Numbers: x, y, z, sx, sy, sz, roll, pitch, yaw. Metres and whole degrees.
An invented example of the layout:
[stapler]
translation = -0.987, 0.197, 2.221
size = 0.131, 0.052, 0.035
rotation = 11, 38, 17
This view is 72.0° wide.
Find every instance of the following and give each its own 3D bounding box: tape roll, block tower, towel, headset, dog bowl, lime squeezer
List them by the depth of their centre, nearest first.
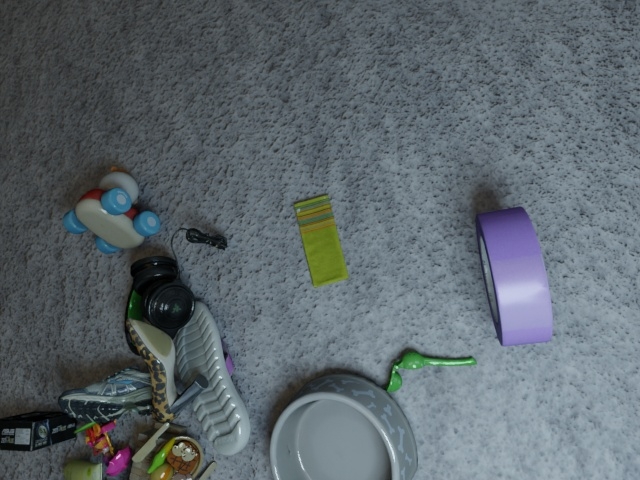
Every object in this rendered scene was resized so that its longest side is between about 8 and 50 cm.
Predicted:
[tape roll]
translation = 0.387, 0.073, 0.901
size = 0.090, 0.275, 0.274
rotation = -10, 77, 15
[dog bowl]
translation = 0.039, 0.489, 1.002
size = 0.349, 0.102, 0.348
rotation = -1, 87, 22
[lime squeezer]
translation = 0.204, 0.331, 1.040
size = 0.310, 0.059, 0.110
rotation = -38, 103, 7
[block tower]
translation = -0.444, 0.661, 1.155
size = 0.091, 0.097, 0.335
rotation = 7, 81, 18
[towel]
translation = 0.000, 0.000, 1.174
size = 0.102, 0.021, 0.237
rotation = -18, 75, 15
[headset]
translation = -0.411, 0.137, 1.218
size = 0.243, 0.185, 0.394
rotation = 47, 114, 41

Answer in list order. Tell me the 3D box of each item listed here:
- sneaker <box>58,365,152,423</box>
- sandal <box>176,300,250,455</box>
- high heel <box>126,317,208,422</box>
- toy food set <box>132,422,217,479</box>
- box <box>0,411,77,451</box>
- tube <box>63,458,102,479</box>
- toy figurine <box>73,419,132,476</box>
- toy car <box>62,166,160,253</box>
[sneaker]
translation = -0.537, 0.405, 1.181
size = 0.283, 0.110, 0.122
rotation = 3, 39, -19
[sandal]
translation = -0.277, 0.354, 1.158
size = 0.169, 0.102, 0.416
rotation = -41, 57, 22
[high heel]
translation = -0.427, 0.329, 1.092
size = 0.186, 0.093, 0.261
rotation = -43, 92, 16
[toy food set]
translation = -0.359, 0.562, 1.107
size = 0.192, 0.038, 0.132
rotation = 46, 72, -14
[box]
translation = -0.832, 0.547, 1.272
size = 0.180, 0.147, 0.077
rotation = -7, 78, 17
[tube]
translation = -0.624, 0.628, 1.177
size = 0.240, 0.062, 0.070
rotation = -18, 114, 44
[toy figurine]
translation = -0.594, 0.572, 1.221
size = 0.173, 0.130, 0.159
rotation = -33, 80, 32
[toy car]
translation = -0.599, -0.117, 1.330
size = 0.219, 0.210, 0.238
rotation = -19, 46, 27
